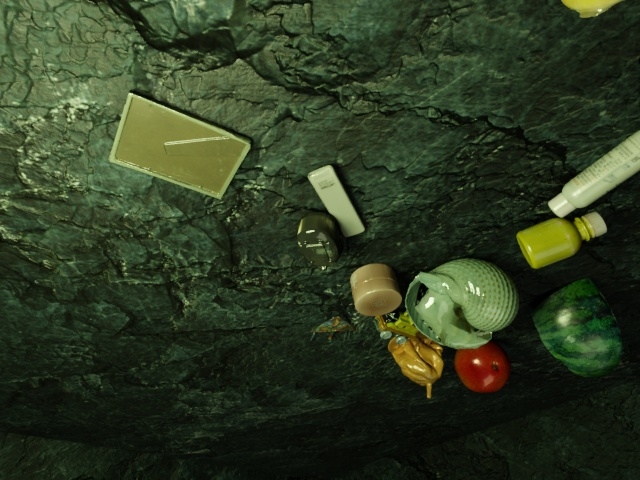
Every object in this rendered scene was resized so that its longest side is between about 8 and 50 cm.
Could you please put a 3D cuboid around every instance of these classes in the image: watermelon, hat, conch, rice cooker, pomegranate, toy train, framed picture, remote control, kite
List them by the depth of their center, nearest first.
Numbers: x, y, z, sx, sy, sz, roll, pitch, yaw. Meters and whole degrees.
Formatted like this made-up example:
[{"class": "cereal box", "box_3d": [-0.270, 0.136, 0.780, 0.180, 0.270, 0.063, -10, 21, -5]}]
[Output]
[{"class": "framed picture", "box_3d": [-0.306, -0.195, 0.893, 0.260, 0.023, 0.189, 17, 132, -26]}, {"class": "remote control", "box_3d": [0.047, -0.097, 1.059, 0.067, 0.029, 0.261, -20, 139, 14]}, {"class": "rice cooker", "box_3d": [0.000, 0.000, 1.092, 0.112, 0.106, 0.165, -6, 132, 19]}, {"class": "conch", "box_3d": [0.435, 0.176, 1.288, 0.319, 0.215, 0.303, 33, 124, 2]}, {"class": "toy train", "box_3d": [0.285, 0.302, 1.494, 0.219, 0.089, 0.127, 24, 118, -30]}, {"class": "watermelon", "box_3d": [0.927, 0.351, 1.517, 0.222, 0.292, 0.319, -13, 147, 0]}, {"class": "kite", "box_3d": [0.048, 0.330, 1.540, 0.183, 0.010, 0.160, 0, 134, -14]}, {"class": "hat", "box_3d": [0.403, 0.524, 1.645, 0.234, 0.233, 0.244, 3, 136, -10]}, {"class": "pomegranate", "box_3d": [0.662, 0.516, 1.706, 0.221, 0.220, 0.257, 10, 161, -19]}]

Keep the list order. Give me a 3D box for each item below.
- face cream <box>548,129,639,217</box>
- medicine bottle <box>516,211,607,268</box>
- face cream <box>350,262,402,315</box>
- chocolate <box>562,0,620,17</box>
[{"class": "face cream", "box_3d": [0.719, -0.160, 1.053, 0.082, 0.082, 0.269, 21, 131, -29]}, {"class": "medicine bottle", "box_3d": [0.698, -0.009, 1.185, 0.212, 0.121, 0.122, -24, 136, 17]}, {"class": "face cream", "box_3d": [0.174, 0.157, 1.298, 0.149, 0.104, 0.149, -5, 138, -4]}, {"class": "chocolate", "box_3d": [0.345, -0.538, 0.540, 0.162, 0.162, 0.445, -32, 128, 25]}]
